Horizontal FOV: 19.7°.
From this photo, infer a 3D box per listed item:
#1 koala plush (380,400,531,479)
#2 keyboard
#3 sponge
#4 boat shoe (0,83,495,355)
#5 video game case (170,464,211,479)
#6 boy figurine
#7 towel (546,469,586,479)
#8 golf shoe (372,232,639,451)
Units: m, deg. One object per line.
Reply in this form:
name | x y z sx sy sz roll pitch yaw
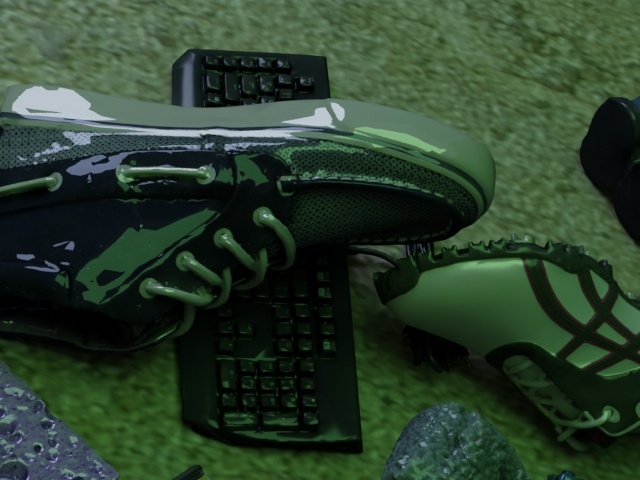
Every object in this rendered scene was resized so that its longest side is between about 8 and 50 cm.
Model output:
koala plush | 0.025 0.234 0.956 0.221 0.196 0.203 -29 79 -44
keyboard | 0.000 0.000 1.258 0.202 0.033 0.317 5 56 -15
sponge | -0.234 0.110 1.103 0.210 0.031 0.117 43 54 12
boat shoe | -0.064 0.002 1.162 0.341 0.127 0.158 4 60 7
video game case | -0.087 0.282 1.011 0.248 0.035 0.275 47 48 15
boy figurine | 0.332 -0.102 1.399 0.285 0.092 0.177 -22 66 -30
towel | 0.162 0.207 1.168 0.067 0.029 0.119 24 52 -1
golf shoe | 0.163 0.071 1.204 0.273 0.105 0.120 13 69 -20
